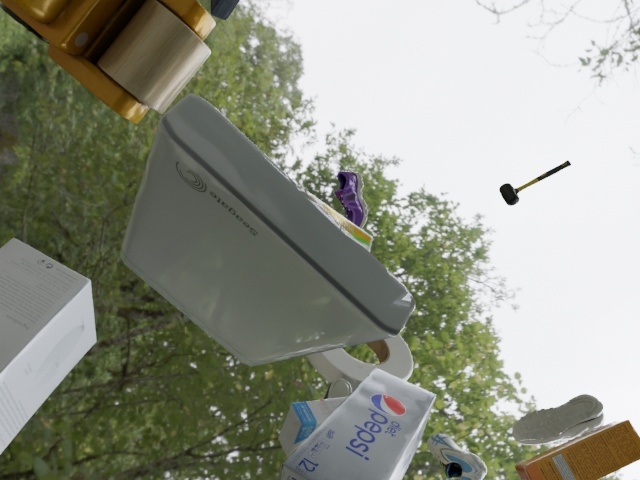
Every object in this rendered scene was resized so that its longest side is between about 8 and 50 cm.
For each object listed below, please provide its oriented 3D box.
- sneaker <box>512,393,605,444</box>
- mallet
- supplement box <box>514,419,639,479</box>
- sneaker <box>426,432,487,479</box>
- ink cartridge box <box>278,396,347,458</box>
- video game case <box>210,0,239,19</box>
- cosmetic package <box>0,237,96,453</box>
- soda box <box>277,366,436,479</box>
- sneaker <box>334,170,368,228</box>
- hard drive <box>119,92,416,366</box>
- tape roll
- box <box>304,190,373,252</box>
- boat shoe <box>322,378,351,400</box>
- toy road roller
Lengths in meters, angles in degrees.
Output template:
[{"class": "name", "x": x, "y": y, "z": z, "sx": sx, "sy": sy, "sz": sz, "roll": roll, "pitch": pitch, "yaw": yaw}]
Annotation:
[{"class": "sneaker", "x": 0.610, "y": 0.480, "z": 1.253, "sx": 0.235, "sy": 0.095, "sz": 0.090, "roll": -19, "pitch": -151, "yaw": 6}, {"class": "mallet", "x": 0.575, "y": -0.167, "z": 1.328, "sx": 0.189, "sy": 0.039, "sz": 0.062, "roll": -35, "pitch": -136, "yaw": 13}, {"class": "supplement box", "x": 0.513, "y": 0.435, "z": 0.970, "sx": 0.233, "sy": 0.078, "sz": 0.080, "roll": -24, "pitch": -113, "yaw": -4}, {"class": "sneaker", "x": 0.351, "y": 0.594, "z": 1.338, "sx": 0.085, "sy": 0.086, "sz": 0.237, "roll": 64, "pitch": -18, "yaw": -5}, {"class": "ink cartridge box", "x": 0.012, "y": 0.403, "z": 1.067, "sx": 0.061, "sy": 0.181, "sz": 0.104, "roll": 48, "pitch": -54, "yaw": 49}, {"class": "video game case", "x": -0.052, "y": -0.391, "z": 0.506, "sx": 0.274, "sy": 0.026, "sz": 0.196, "roll": -21, "pitch": -112, "yaw": 55}, {"class": "cosmetic package", "x": -0.465, "y": 0.160, "z": 0.723, "sx": 0.225, "sy": 0.138, "sz": 0.224, "roll": -61, "pitch": 180, "yaw": -41}, {"class": "soda box", "x": 0.052, "y": 0.254, "z": 0.583, "sx": 0.098, "sy": 0.286, "sz": 0.091, "roll": 20, "pitch": -76, "yaw": 21}, {"class": "sneaker", "x": 0.066, "y": -0.093, "z": 1.200, "sx": 0.068, "sy": 0.071, "sz": 0.170, "roll": -37, "pitch": -128, "yaw": 49}, {"class": "hard drive", "x": -0.093, "y": 0.034, "z": 0.508, "sx": 0.047, "sy": 0.233, "sz": 0.353, "roll": -52, "pitch": -171, "yaw": -30}, {"class": "tape roll", "x": 0.130, "y": 0.372, "z": 1.683, "sx": 0.392, "sy": 0.392, "sz": 0.072, "roll": 49, "pitch": -54, "yaw": 38}, {"class": "box", "x": 0.000, "y": 0.000, "z": 1.087, "sx": 0.114, "sy": 0.203, "sz": 0.103, "roll": -28, "pitch": -143, "yaw": 47}, {"class": "boat shoe", "x": 0.022, "y": 0.520, "z": 1.401, "sx": 0.079, "sy": 0.095, "sz": 0.254, "roll": 112, "pitch": -4, "yaw": -53}, {"class": "toy road roller", "x": -0.339, "y": -0.348, "z": 0.694, "sx": 0.329, "sy": 0.240, "sz": 0.202, "roll": 40, "pitch": -87, "yaw": 3}]
